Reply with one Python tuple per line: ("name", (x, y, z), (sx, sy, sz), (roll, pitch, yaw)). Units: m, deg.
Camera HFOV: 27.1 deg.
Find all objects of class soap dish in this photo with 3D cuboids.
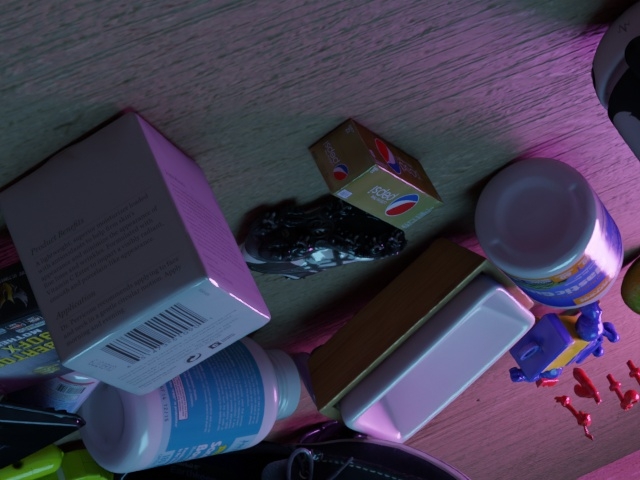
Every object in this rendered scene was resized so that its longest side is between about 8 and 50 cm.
("soap dish", (0.132, 0.135, 1.768), (0.291, 0.118, 0.229), (-43, 152, 7))

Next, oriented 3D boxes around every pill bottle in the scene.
("pill bottle", (-0.152, 0.191, 1.613), (0.264, 0.146, 0.146), (-4, 148, -41))
("pill bottle", (-0.295, 0.152, 1.458), (0.087, 0.087, 0.160), (-5, 149, -41))
("pill bottle", (0.303, 0.003, 1.698), (0.152, 0.152, 0.272), (-32, 155, 12))

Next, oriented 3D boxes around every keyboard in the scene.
("keyboard", (-0.395, 0.210, 1.430), (0.201, 0.033, 0.317), (8, 158, -29))

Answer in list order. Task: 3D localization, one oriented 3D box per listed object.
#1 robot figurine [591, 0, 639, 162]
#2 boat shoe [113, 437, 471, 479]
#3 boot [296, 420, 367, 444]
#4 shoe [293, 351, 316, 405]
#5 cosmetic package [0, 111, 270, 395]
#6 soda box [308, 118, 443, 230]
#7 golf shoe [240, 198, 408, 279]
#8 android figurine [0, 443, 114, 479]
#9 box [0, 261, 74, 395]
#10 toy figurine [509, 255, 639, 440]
("robot figurine", (0.395, -0.129, 1.363), (0.173, 0.278, 0.209), (-21, 152, -14))
("boat shoe", (-0.037, 0.342, 1.720), (0.500, 0.187, 0.156), (10, -169, 7))
("boot", (-0.054, 0.416, 2.101), (0.338, 0.118, 0.222), (-34, 147, -60))
("shoe", (0.015, 0.183, 1.884), (0.081, 0.063, 0.178), (-29, 159, -7))
("cosmetic package", (-0.166, 0.015, 1.192), (0.151, 0.183, 0.151), (-30, 155, 9))
("soda box", (0.062, -0.067, 1.415), (0.058, 0.061, 0.181), (-35, 155, 16))
("golf shoe", (0.000, 0.000, 1.485), (0.198, 0.077, 0.094), (0, 157, -28))
("android figurine", (-0.398, 0.346, 1.786), (0.273, 0.056, 0.248), (-15, 153, -25))
("box", (-0.324, 0.098, 1.298), (0.231, 0.056, 0.183), (-18, 158, 13))
("toy figurine", (0.423, 0.175, 2.147), (0.217, 0.191, 0.362), (-1, 144, -37))
